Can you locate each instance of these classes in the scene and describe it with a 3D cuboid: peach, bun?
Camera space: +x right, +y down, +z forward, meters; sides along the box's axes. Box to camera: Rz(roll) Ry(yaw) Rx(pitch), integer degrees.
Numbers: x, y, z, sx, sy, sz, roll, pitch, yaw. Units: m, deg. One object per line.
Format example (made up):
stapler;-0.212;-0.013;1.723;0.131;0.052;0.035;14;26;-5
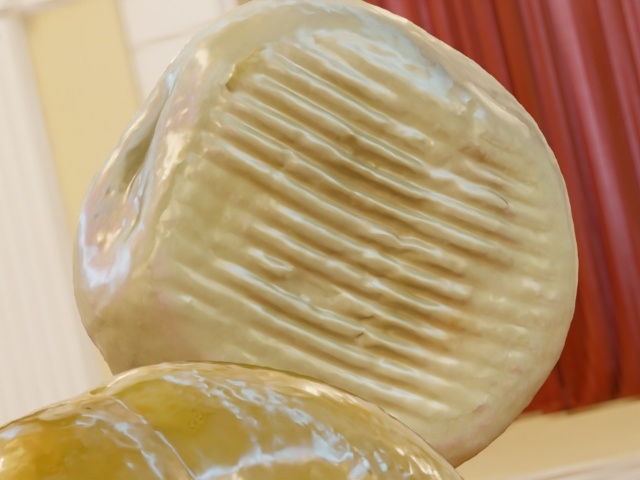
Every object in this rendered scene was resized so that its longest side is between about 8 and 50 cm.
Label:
peach;-0.032;0.158;0.578;0.251;0.251;0.153;-10;7;-41
bun;0.000;0.000;1.337;0.361;0.361;0.213;-11;6;-18
